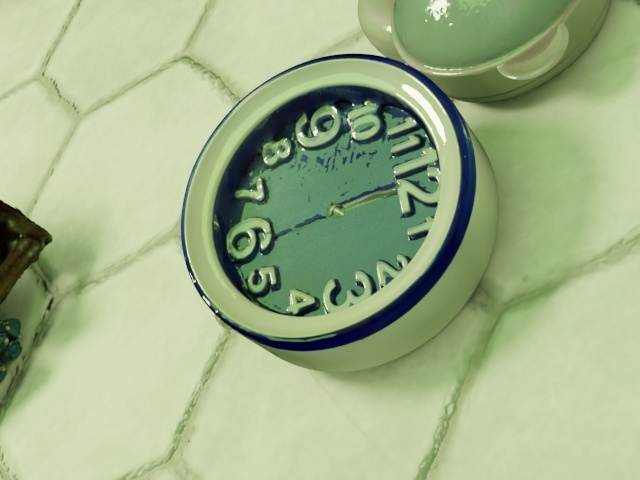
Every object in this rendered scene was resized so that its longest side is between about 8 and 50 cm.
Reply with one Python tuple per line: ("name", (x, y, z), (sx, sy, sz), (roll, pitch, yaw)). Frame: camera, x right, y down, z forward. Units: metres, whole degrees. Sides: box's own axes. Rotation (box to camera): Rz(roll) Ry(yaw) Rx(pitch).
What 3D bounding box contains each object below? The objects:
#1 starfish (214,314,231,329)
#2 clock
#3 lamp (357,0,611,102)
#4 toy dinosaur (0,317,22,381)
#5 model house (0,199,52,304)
("starfish", (-0.007, -0.006, 1.167), (0.210, 0.053, 0.150), (-42, 33, 11))
("clock", (0.013, -0.020, 1.089), (0.230, 0.083, 0.230), (-11, 61, 21))
("lamp", (0.120, -0.202, 1.172), (0.246, 0.108, 0.179), (14, 64, 50))
("toy dinosaur", (-0.309, 0.105, 1.379), (0.047, 0.030, 0.083), (10, 64, 49))
("model house", (-0.471, 0.052, 1.359), (0.297, 0.317, 0.282), (-38, 20, 55))
